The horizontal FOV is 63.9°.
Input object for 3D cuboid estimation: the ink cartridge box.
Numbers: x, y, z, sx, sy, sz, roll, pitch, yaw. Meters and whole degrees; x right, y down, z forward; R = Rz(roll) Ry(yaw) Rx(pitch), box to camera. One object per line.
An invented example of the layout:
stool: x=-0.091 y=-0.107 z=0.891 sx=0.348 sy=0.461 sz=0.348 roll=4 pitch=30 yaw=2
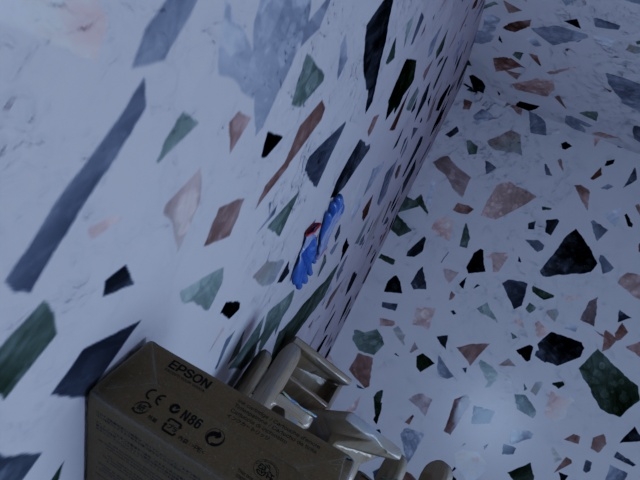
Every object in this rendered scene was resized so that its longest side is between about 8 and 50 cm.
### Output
ink cartridge box: x=-0.108 y=0.237 z=0.500 sx=0.088 sy=0.234 sz=0.193 roll=-47 pitch=160 yaw=-53

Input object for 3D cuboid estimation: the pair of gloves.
pair of gloves: x=0.000 y=0.000 z=1.013 sx=0.198 sy=0.023 sz=0.159 roll=-51 pitch=163 yaw=-46

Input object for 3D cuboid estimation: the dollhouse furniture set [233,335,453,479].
dollhouse furniture set: x=0.011 y=0.327 z=0.986 sx=0.256 sy=0.362 sz=0.394 roll=-57 pitch=-166 yaw=-28
